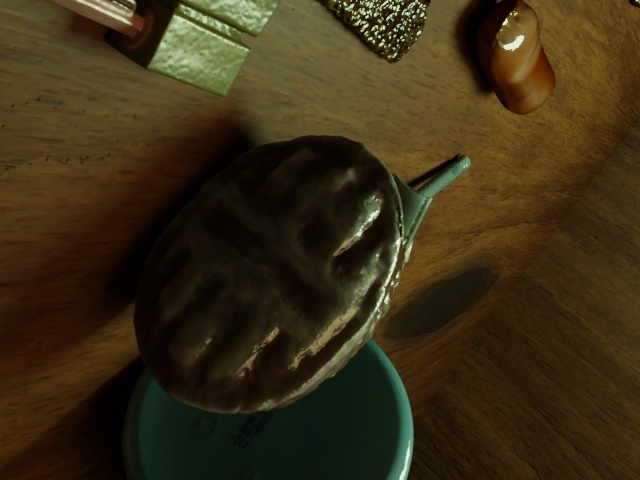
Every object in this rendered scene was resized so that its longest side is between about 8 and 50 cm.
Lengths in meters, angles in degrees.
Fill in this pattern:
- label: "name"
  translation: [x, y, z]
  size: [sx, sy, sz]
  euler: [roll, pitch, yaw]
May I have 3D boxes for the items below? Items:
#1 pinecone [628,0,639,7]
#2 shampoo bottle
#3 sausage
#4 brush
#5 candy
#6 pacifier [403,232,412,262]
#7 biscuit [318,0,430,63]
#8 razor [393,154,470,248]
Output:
- label: "pinecone"
  translation: [0.516, -0.422, 1.111]
  size: [0.179, 0.205, 0.184]
  euler: [-25, 152, -11]
- label: "shampoo bottle"
  translation: [-0.064, 0.292, 0.958]
  size: [0.331, 0.331, 0.343]
  euler: [-39, 154, -27]
- label: "sausage"
  translation: [0.274, -0.253, 1.076]
  size: [0.089, 0.083, 0.300]
  euler: [-47, 156, 9]
- label: "brush"
  translation: [-0.117, -0.166, 0.492]
  size: [0.103, 0.047, 0.233]
  euler: [-56, 157, 15]
- label: "candy"
  translation: [-0.042, 0.036, 0.738]
  size: [0.289, 0.214, 0.157]
  euler: [-47, 164, -6]
- label: "pacifier"
  translation: [0.115, 0.012, 1.248]
  size: [0.064, 0.068, 0.083]
  euler: [7, 106, -26]
- label: "biscuit"
  translation: [0.072, -0.258, 0.744]
  size: [0.131, 0.026, 0.237]
  euler: [-53, 158, 11]
- label: "razor"
  translation: [0.175, -0.084, 1.202]
  size: [0.232, 0.068, 0.106]
  euler: [-37, 157, -46]
